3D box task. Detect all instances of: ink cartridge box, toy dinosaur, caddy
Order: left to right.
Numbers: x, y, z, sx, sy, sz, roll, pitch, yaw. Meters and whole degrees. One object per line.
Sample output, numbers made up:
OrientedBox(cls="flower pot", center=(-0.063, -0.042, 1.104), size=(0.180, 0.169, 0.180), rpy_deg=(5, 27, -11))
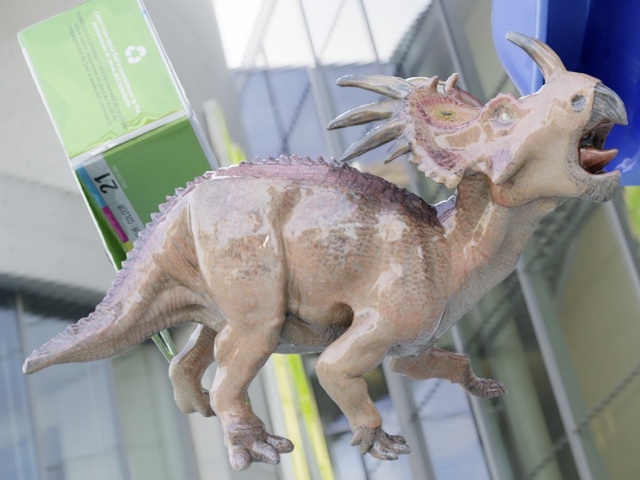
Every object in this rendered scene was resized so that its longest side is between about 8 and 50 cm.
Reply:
OrientedBox(cls="ink cartridge box", center=(-0.114, -0.029, 1.130), size=(0.097, 0.255, 0.189), rpy_deg=(-26, -27, -3))
OrientedBox(cls="toy dinosaur", center=(0.000, 0.000, 0.783), size=(0.296, 0.200, 0.127), rpy_deg=(-3, 10, 3))
OrientedBox(cls="caddy", center=(0.277, -0.208, 1.281), size=(0.241, 0.179, 0.341), rpy_deg=(-12, -54, -13))
